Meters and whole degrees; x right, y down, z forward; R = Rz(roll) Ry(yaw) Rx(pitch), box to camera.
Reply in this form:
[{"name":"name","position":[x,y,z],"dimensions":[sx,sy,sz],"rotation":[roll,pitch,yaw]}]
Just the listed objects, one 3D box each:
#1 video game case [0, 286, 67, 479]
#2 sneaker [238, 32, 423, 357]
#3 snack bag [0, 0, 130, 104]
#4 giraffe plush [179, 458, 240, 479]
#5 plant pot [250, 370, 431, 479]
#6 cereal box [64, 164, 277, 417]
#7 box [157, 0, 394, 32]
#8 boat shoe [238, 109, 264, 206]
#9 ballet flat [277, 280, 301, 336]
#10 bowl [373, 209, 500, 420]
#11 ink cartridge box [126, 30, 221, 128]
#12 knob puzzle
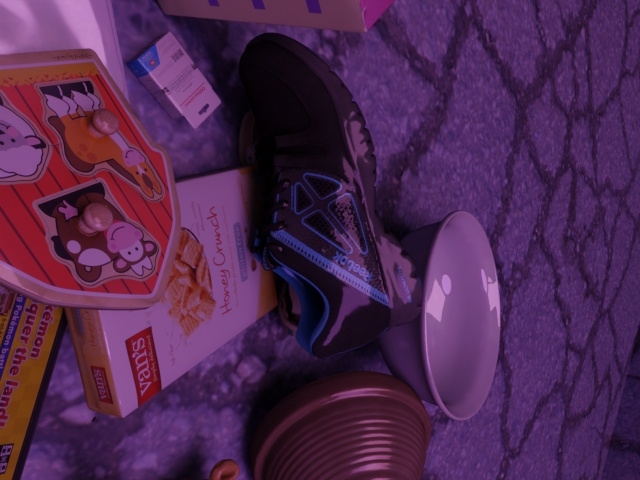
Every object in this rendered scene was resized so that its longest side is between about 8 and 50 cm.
[{"name":"video game case","position":[-0.266,0.037,0.286],"dimensions":[0.248,0.035,0.275],"rotation":[32,68,-62]},{"name":"sneaker","position":[-0.014,-0.042,0.495],"dimensions":[0.140,0.125,0.341],"rotation":[-26,95,-20]},{"name":"snack bag","position":[-0.291,-0.099,0.350],"dimensions":[0.323,0.037,0.342],"rotation":[-18,108,-42]},{"name":"giraffe plush","position":[-0.151,0.318,0.480],"dimensions":[0.170,0.181,0.210],"rotation":[-1,62,-54]},{"name":"plant pot","position":[0.039,0.285,0.592],"dimensions":[0.237,0.110,0.237],"rotation":[-7,119,-13]},{"name":"cereal box","position":[-0.128,0.027,0.464],"dimensions":[0.240,0.047,0.173],"rotation":[-33,120,-60]},{"name":"box","position":[-0.057,-0.297,0.369],"dimensions":[0.117,0.243,0.213],"rotation":[-55,146,-24]},{"name":"boat shoe","position":[-0.060,-0.076,0.567],"dimensions":[0.056,0.048,0.153],"rotation":[-10,102,-43]},{"name":"ballet flat","position":[0.000,0.000,0.603],"dimensions":[0.086,0.086,0.248],"rotation":[20,81,-44]},{"name":"bowl","position":[0.163,0.107,0.731],"dimensions":[0.298,0.134,0.298],"rotation":[7,81,-52]},{"name":"ink cartridge box","position":[-0.146,-0.159,0.487],"dimensions":[0.048,0.028,0.083],"rotation":[-54,128,-24]},{"name":"knob puzzle","position":[-0.161,-0.039,0.327],"dimensions":[0.213,0.030,0.213],"rotation":[38,40,-40]}]
